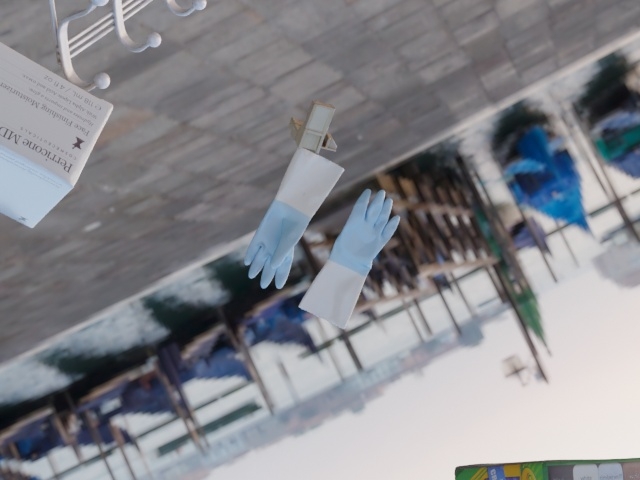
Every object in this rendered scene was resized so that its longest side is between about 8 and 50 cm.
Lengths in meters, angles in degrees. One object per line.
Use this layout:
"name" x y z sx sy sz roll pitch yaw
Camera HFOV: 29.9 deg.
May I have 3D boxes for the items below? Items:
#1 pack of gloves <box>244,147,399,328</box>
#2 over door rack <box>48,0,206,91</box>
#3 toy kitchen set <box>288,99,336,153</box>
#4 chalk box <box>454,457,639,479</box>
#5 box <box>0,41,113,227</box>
"pack of gloves" 0.000 0.000 1.865 0.232 0.195 0.046 -63 179 11
"over door rack" -0.233 -0.364 1.367 0.108 0.324 0.239 7 -144 28
"toy kitchen set" 0.002 -0.176 1.782 0.068 0.083 0.075 13 114 -19
"chalk box" 0.334 0.387 1.622 0.180 0.179 0.289 3 168 -25
"box" -0.363 -0.123 1.374 0.182 0.181 0.119 -27 -142 57
